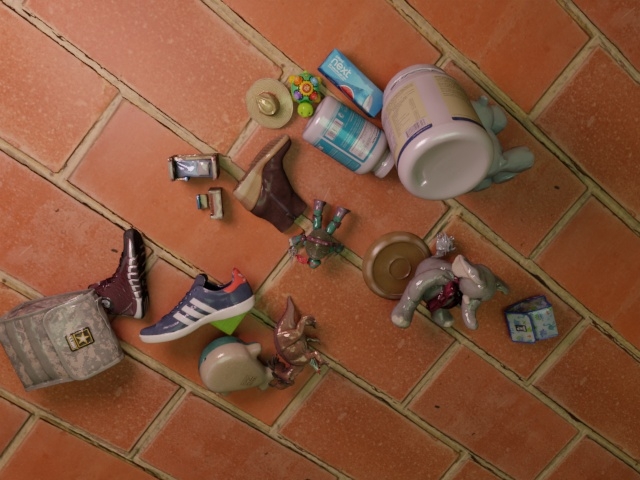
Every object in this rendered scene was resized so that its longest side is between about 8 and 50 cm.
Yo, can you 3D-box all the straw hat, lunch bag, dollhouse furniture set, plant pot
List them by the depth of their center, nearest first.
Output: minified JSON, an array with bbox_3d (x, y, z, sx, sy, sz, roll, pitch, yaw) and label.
[{"bbox_3d":[-0.150,-0.383,1.365,0.145,0.061,0.144,2,110,7],"label":"straw hat"},{"bbox_3d":[-0.350,-0.150,1.380,0.130,0.129,0.183,-4,105,-7],"label":"dollhouse furniture set"},{"bbox_3d":[-0.740,0.280,1.402,0.287,0.169,0.235,-14,106,7],"label":"lunch bag"},{"bbox_3d":[0.253,0.087,1.573,0.237,0.032,0.236,-2,105,-6],"label":"plant pot"},{"bbox_3d":[0.715,0.275,1.656,0.151,0.096,0.128,-17,109,12],"label":"lunch bag"}]

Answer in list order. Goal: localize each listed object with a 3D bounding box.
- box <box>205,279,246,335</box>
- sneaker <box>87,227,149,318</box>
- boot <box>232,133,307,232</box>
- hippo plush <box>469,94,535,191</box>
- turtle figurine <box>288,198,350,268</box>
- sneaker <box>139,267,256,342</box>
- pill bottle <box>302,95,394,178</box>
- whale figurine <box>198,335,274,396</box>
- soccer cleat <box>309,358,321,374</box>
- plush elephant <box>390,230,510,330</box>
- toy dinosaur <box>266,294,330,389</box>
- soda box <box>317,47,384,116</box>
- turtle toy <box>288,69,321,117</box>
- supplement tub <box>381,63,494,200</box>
[{"bbox_3d":[-0.325,0.206,1.519,0.178,0.042,0.109,35,96,-13],"label":"box"},{"bbox_3d":[-0.604,0.103,1.426,0.163,0.106,0.281,0,105,-4],"label":"sneaker"},{"bbox_3d":[-0.116,-0.168,1.446,0.207,0.090,0.248,37,96,-27],"label":"boot"},{"bbox_3d":[0.451,-0.281,1.435,0.294,0.234,0.236,-8,76,-34],"label":"hippo plush"},{"bbox_3d":[0.000,0.000,1.478,0.175,0.118,0.234,18,96,-12],"label":"turtle figurine"},{"bbox_3d":[-0.375,0.183,1.428,0.350,0.131,0.148,-21,99,-8],"label":"sneaker"},{"bbox_3d":[0.091,-0.286,1.396,0.264,0.146,0.146,31,98,-14],"label":"pill bottle"},{"bbox_3d":[-0.261,0.397,1.549,0.272,0.141,0.216,26,103,-38],"label":"whale figurine"},{"bbox_3d":[-0.021,0.413,1.623,0.036,0.029,0.083,-16,103,6],"label":"soccer cleat"},{"bbox_3d":[0.423,0.154,1.479,0.272,0.255,0.329,16,92,-37],"label":"plush elephant"},{"bbox_3d":[-0.097,0.334,1.525,0.201,0.127,0.295,-17,95,-7],"label":"toy dinosaur"},{"bbox_3d":[0.094,-0.449,1.395,0.210,0.067,0.071,39,96,-14],"label":"soda box"},{"bbox_3d":[-0.043,-0.418,1.385,0.095,0.066,0.130,-1,104,-7],"label":"turtle toy"},{"bbox_3d":[0.290,-0.290,1.268,0.236,0.324,0.235,-5,139,-4],"label":"supplement tub"}]
